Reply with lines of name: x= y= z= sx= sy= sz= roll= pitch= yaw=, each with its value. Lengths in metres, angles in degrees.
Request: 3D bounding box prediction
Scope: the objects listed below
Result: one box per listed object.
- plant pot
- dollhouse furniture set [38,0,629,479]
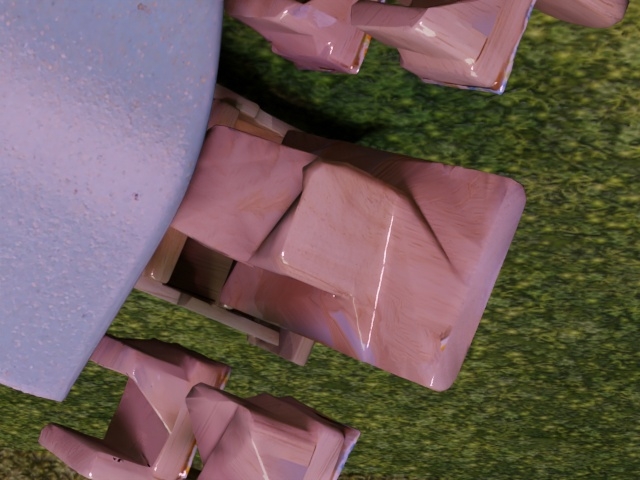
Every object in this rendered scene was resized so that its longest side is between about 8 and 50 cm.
plant pot: x=-0.196 y=-0.108 z=0.900 sx=0.248 sy=0.247 sz=0.252 roll=27 pitch=111 yaw=-37
dollhouse furniture set: x=0.000 y=0.000 z=1.013 sx=0.256 sy=0.362 sz=0.394 roll=24 pitch=176 yaw=-36
